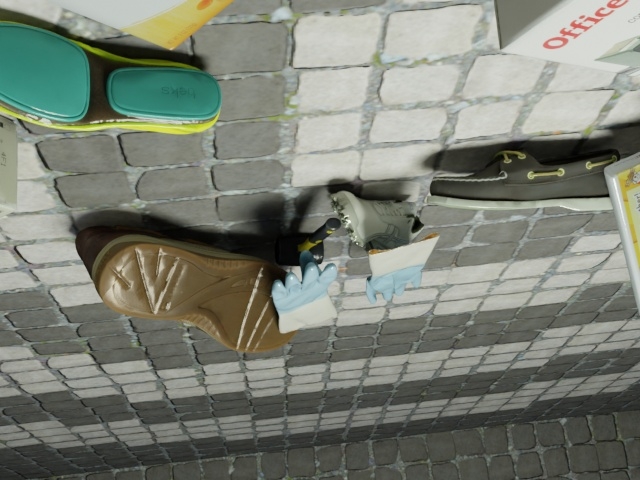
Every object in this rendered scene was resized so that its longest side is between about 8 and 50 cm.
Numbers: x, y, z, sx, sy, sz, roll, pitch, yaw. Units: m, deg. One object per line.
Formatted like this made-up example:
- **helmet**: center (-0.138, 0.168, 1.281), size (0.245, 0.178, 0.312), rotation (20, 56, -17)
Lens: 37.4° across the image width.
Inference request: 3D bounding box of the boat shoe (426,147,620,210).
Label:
- **boat shoe**: center (0.227, -0.069, 1.051), size (0.228, 0.068, 0.081), rotation (-1, -173, -12)

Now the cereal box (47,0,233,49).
- **cereal box**: center (-0.141, -0.212, 0.586), size (0.240, 0.047, 0.173), rotation (13, 151, -42)

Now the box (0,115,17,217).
- **box**: center (-0.412, -0.039, 0.874), size (0.275, 0.094, 0.113), rotation (-21, 155, 30)

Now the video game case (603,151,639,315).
- **video game case**: center (0.436, -0.030, 1.055), size (0.206, 0.026, 0.227), rotation (-24, 125, 3)

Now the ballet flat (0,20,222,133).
- **ballet flat**: center (-0.193, -0.122, 0.775), size (0.231, 0.077, 0.077), rotation (5, 172, -34)

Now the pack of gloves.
- **pack of gloves**: center (0.033, 0.040, 1.144), size (0.195, 0.046, 0.232), rotation (-17, 162, -5)

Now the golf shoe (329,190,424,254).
- **golf shoe**: center (0.069, -0.031, 1.123), size (0.086, 0.069, 0.176), rotation (-33, 156, 9)

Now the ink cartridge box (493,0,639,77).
- **ink cartridge box**: center (0.279, -0.195, 0.635), size (0.273, 0.114, 0.198), rotation (4, 163, -22)

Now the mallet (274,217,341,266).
- **mallet**: center (0.000, 0.000, 1.142), size (0.062, 0.039, 0.190), rotation (2, 169, -22)

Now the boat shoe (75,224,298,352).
- **boat shoe**: center (-0.157, 0.052, 1.191), size (0.342, 0.123, 0.123), rotation (17, -169, -46)
